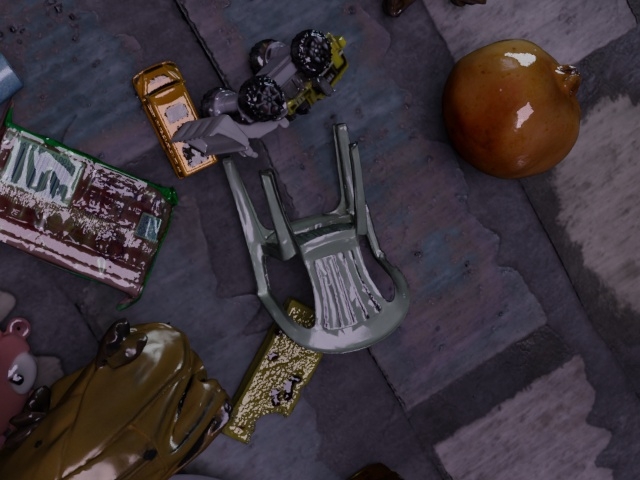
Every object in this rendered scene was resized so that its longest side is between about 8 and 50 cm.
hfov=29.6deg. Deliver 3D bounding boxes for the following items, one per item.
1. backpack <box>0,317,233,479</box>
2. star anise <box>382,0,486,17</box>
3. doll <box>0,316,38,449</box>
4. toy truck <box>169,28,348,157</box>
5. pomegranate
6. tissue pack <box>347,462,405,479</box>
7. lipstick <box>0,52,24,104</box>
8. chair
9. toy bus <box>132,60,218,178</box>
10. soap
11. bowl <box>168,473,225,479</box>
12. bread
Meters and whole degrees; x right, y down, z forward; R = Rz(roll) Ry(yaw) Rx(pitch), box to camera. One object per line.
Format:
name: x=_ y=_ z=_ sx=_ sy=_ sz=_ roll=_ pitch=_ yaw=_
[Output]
backpack: x=-0.297 y=0.269 z=1.544 sx=0.201 sy=0.353 sz=0.378 roll=46 pitch=43 yaw=-9
star anise: x=0.155 y=-0.422 z=1.771 sx=0.220 sy=0.099 sz=0.214 roll=31 pitch=100 yaw=-17
doll: x=-0.488 y=0.210 z=1.650 sx=0.262 sy=0.093 sz=0.211 roll=-44 pitch=109 yaw=-11
toy truck: x=-0.074 y=-0.196 z=1.677 sx=0.286 sy=0.136 sz=0.111 roll=-46 pitch=115 yaw=-30
pomegranate: x=0.271 y=-0.194 z=1.752 sx=0.209 sy=0.209 sz=0.209 roll=-1 pitch=93 yaw=-13
tissue pack: x=0.059 y=0.413 z=1.715 sx=0.183 sy=0.226 sz=0.092 roll=-30 pitch=100 yaw=-9
lipstick: x=-0.531 y=-0.155 z=1.642 sx=0.274 sy=0.061 sz=0.068 roll=-36 pitch=98 yaw=-5
chair: x=0.000 y=0.000 z=1.702 sx=0.203 sy=0.190 sz=0.275 roll=-20 pitch=109 yaw=-12
toy bus: x=-0.204 y=-0.172 z=1.707 sx=0.069 sy=0.074 sz=0.162 roll=-26 pitch=99 yaw=-9
soap: x=-0.344 y=-0.047 z=1.669 sx=0.273 sy=0.098 sz=0.218 roll=23 pitch=88 yaw=-13
bowl: x=-0.192 y=0.510 z=1.670 sx=0.345 sy=0.157 sz=0.345 roll=-1 pitch=98 yaw=-4
bread: x=-0.062 y=0.198 z=1.769 sx=0.088 sy=0.049 sz=0.226 roll=28 pitch=87 yaw=-13
